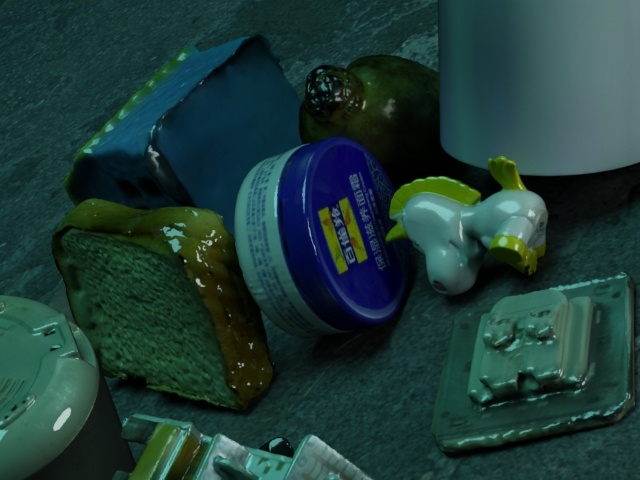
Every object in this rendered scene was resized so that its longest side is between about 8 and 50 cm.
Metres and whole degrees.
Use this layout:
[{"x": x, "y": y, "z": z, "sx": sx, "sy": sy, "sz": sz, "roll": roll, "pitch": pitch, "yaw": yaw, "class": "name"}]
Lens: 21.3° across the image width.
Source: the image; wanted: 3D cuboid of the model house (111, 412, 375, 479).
[{"x": -0.079, "y": 0.282, "z": 1.421, "sx": 0.215, "sy": 0.198, "sz": 0.224, "roll": 7, "pitch": 57, "yaw": 37, "class": "model house"}]

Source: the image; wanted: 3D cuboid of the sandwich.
[{"x": -0.176, "y": 0.063, "z": 1.858, "sx": 0.251, "sy": 0.226, "sz": 0.087, "roll": 5, "pitch": 34, "yaw": 43, "class": "sandwich"}]

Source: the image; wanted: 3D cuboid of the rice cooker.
[{"x": -0.323, "y": 0.222, "z": 1.683, "sx": 0.288, "sy": 0.277, "sz": 0.288, "roll": -8, "pitch": 41, "yaw": 7, "class": "rice cooker"}]

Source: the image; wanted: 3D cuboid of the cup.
[{"x": 0.247, "y": -0.260, "z": 1.803, "sx": 0.253, "sy": 0.371, "sz": 0.253, "roll": -4, "pitch": 23, "yaw": 2, "class": "cup"}]

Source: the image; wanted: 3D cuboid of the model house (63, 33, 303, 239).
[{"x": -0.175, "y": -0.108, "z": 2.145, "sx": 0.303, "sy": 0.215, "sz": 0.237, "roll": 3, "pitch": 43, "yaw": 50, "class": "model house"}]

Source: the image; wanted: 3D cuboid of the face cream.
[{"x": 0.000, "y": 0.000, "z": 1.814, "sx": 0.111, "sy": 0.206, "sz": 0.206, "roll": -17, "pitch": 31, "yaw": 31, "class": "face cream"}]

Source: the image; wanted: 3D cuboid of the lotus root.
[{"x": 0.061, "y": -0.136, "z": 1.952, "sx": 0.173, "sy": 0.173, "sz": 0.309, "roll": -17, "pitch": -6, "yaw": 21, "class": "lotus root"}]

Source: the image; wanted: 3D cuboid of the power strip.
[{"x": 0.198, "y": 0.101, "z": 1.624, "sx": 0.198, "sy": 0.064, "sz": 0.213, "roll": -15, "pitch": 31, "yaw": 20, "class": "power strip"}]

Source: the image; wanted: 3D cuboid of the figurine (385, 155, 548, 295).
[{"x": 0.152, "y": -0.012, "z": 1.784, "sx": 0.178, "sy": 0.130, "sz": 0.109, "roll": -16, "pitch": 3, "yaw": 29, "class": "figurine"}]

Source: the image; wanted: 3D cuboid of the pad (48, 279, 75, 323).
[{"x": -0.319, "y": 0.098, "z": 2.149, "sx": 0.113, "sy": 0.006, "sz": 0.188, "roll": -13, "pitch": 33, "yaw": 29, "class": "pad"}]

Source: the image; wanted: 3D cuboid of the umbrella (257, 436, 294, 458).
[{"x": -0.124, "y": 0.280, "z": 1.644, "sx": 0.248, "sy": 0.071, "sz": 0.071, "roll": -36, "pitch": 29, "yaw": -19, "class": "umbrella"}]
